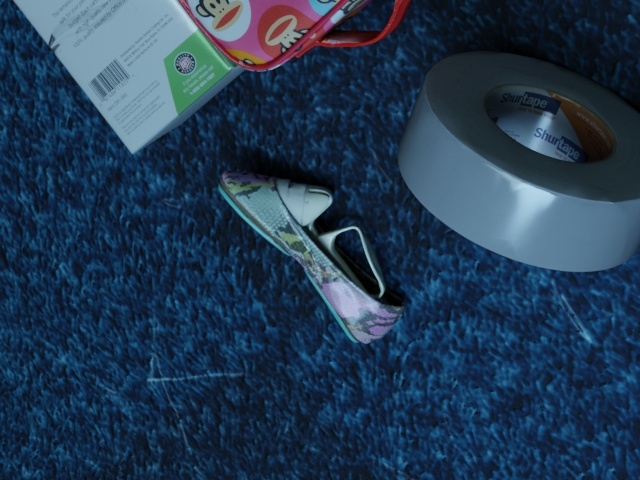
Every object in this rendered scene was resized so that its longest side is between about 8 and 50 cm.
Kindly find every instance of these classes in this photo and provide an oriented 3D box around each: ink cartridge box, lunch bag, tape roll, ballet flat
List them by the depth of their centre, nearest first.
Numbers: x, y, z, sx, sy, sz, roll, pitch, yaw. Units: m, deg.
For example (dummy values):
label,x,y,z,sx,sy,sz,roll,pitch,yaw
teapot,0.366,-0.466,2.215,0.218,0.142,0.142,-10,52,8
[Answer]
label,x,y,z,sx,sy,sz,roll,pitch,yaw
tape roll,0.177,-0.069,1.411,0.219,0.219,0.072,29,125,15
lunch bag,-0.010,-0.287,1.474,0.293,0.120,0.258,-36,93,36
ink cartridge box,-0.177,-0.220,1.620,0.160,0.092,0.219,-35,93,37
ballet flat,0.000,0.000,1.647,0.079,0.077,0.221,-40,95,19
